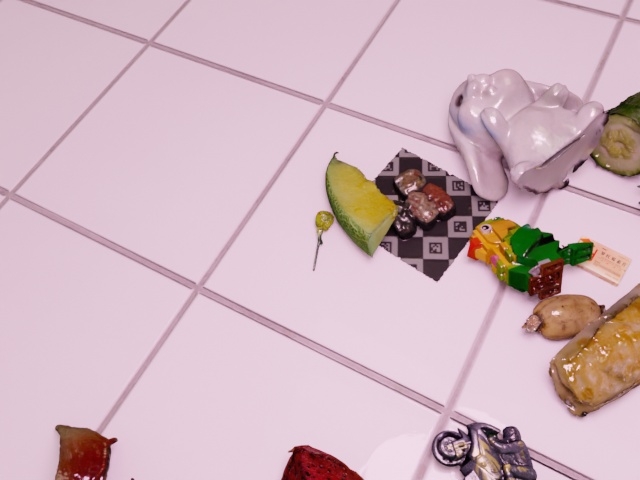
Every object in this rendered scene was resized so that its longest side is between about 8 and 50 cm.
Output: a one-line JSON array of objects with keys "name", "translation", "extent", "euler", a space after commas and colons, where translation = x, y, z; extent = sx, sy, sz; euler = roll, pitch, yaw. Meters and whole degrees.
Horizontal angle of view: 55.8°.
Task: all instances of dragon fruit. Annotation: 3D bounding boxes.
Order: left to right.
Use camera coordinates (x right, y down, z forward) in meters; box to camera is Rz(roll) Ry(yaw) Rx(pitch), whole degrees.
[{"name": "dragon fruit", "translation": [0.014, 0.395, 0.887], "extent": [0.160, 0.121, 0.127], "euler": [19, 18, -10]}]

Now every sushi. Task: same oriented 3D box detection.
[{"name": "sushi", "translation": [0.187, -0.070, 1.149], "extent": [0.231, 0.047, 0.220], "euler": [33, 69, 23]}]

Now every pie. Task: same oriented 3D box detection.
[{"name": "pie", "translation": [0.487, 0.161, 0.954], "extent": [0.282, 0.068, 0.129], "euler": [-32, 85, -16]}]

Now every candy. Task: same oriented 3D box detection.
[{"name": "candy", "translation": [0.000, 0.000, 1.143], "extent": [0.035, 0.035, 0.123], "euler": [13, 69, -6]}]

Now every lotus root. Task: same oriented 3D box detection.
[{"name": "lotus root", "translation": [0.403, 0.125, 1.002], "extent": [0.151, 0.063, 0.072], "euler": [-13, 69, -5]}]

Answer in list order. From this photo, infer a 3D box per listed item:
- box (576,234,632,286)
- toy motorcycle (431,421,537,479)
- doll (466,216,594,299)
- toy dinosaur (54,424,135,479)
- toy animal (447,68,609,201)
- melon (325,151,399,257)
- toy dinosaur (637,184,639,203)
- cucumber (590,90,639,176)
[{"name": "box", "translation": [0.493, 0.035, 1.070], "extent": [0.093, 0.015, 0.058], "euler": [31, 70, 21]}, {"name": "toy motorcycle", "translation": [0.267, 0.335, 0.895], "extent": [0.124, 0.061, 0.193], "euler": [-40, 62, -19]}, {"name": "doll", "translation": [0.348, 0.020, 1.044], "extent": [0.186, 0.106, 0.134], "euler": [28, 57, 38]}, {"name": "toy dinosaur", "translation": [-0.361, 0.423, 0.909], "extent": [0.327, 0.113, 0.206], "euler": [45, 47, 16]}, {"name": "toy animal", "translation": [0.381, -0.212, 1.142], "extent": [0.248, 0.174, 0.289], "euler": [-19, 60, 8]}, {"name": "melon", "translation": [0.066, -0.090, 1.151], "extent": [0.114, 0.053, 0.262], "euler": [-31, 51, 4]}, {"name": "toy dinosaur", "translation": [0.700, -0.135, 1.098], "extent": [0.291, 0.079, 0.120], "euler": [-27, 25, -5]}, {"name": "cucumber", "translation": [0.628, -0.234, 1.152], "extent": [0.244, 0.134, 0.134], "euler": [-34, 61, -21]}]
